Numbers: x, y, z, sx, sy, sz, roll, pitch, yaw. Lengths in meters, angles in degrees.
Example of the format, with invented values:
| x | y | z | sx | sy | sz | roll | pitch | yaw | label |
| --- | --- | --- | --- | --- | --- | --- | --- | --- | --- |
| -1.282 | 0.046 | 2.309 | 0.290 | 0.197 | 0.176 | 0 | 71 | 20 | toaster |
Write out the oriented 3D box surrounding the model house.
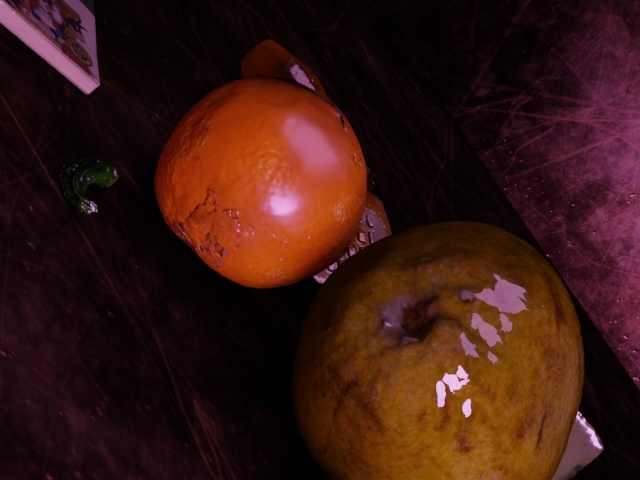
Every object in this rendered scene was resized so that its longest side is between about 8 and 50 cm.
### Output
| x | y | z | sx | sy | sz | roll | pitch | yaw | label |
| --- | --- | --- | --- | --- | --- | --- | --- | --- | --- |
| 0.289 | 0.292 | 1.992 | 0.194 | 0.170 | 0.211 | 49 | -10 | -2 | model house |

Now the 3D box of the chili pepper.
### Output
| x | y | z | sx | sy | sz | roll | pitch | yaw | label |
| --- | --- | --- | --- | --- | --- | --- | --- | --- | --- |
| -0.246 | -0.066 | 1.364 | 0.055 | 0.035 | 0.118 | 33 | 17 | -10 | chili pepper |

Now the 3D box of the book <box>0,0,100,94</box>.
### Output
| x | y | z | sx | sy | sz | roll | pitch | yaw | label |
| --- | --- | --- | --- | --- | --- | --- | --- | --- | --- |
| -0.351 | -0.314 | 1.570 | 0.202 | 0.027 | 0.264 | 41 | 22 | -36 | book |

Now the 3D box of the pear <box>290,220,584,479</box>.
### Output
| x | y | z | sx | sy | sz | roll | pitch | yaw | label |
| --- | --- | --- | --- | --- | --- | --- | --- | --- | --- |
| 0.128 | 0.152 | 1.438 | 0.352 | 0.352 | 0.413 | 63 | -1 | 28 | pear |

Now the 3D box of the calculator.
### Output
| x | y | z | sx | sy | sz | roll | pitch | yaw | label |
| --- | --- | --- | --- | --- | --- | --- | --- | --- | --- |
| 0.000 | 0.000 | 1.728 | 0.236 | 0.033 | 0.157 | 12 | 50 | -26 | calculator |

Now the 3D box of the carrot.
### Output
| x | y | z | sx | sy | sz | roll | pitch | yaw | label |
| --- | --- | --- | --- | --- | --- | --- | --- | --- | --- |
| -0.019 | -0.179 | 2.061 | 0.302 | 0.114 | 0.114 | 57 | 17 | 8 | carrot |

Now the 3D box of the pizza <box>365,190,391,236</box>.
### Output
| x | y | z | sx | sy | sz | roll | pitch | yaw | label |
| --- | --- | --- | --- | --- | --- | --- | --- | --- | --- |
| 0.005 | -0.030 | 1.879 | 0.229 | 0.081 | 0.289 | 46 | 25 | -10 | pizza |

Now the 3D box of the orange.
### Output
| x | y | z | sx | sy | sz | roll | pitch | yaw | label |
| --- | --- | --- | --- | --- | --- | --- | --- | --- | --- |
| -0.064 | -0.067 | 1.497 | 0.246 | 0.246 | 0.246 | 48 | 18 | -21 | orange |
